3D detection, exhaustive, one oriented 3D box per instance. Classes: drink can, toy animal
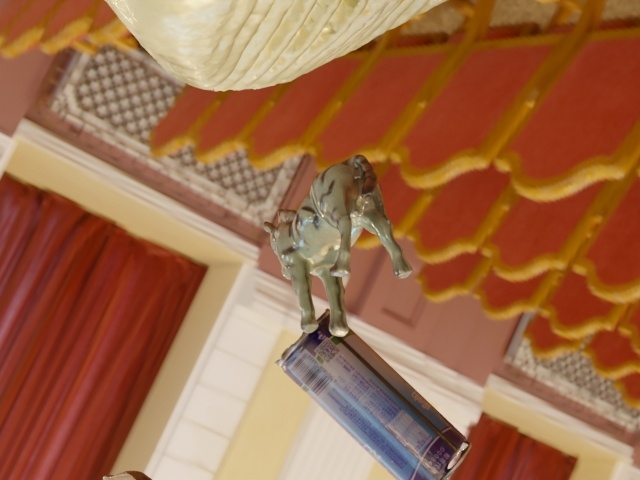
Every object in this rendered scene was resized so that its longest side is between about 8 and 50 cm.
[{"bbox_3d":[0.062,0.192,1.254,0.235,0.097,0.097,42,174,6],"label":"drink can"},{"bbox_3d":[0.000,0.018,1.127,0.089,0.170,0.255,6,160,-30],"label":"toy animal"}]

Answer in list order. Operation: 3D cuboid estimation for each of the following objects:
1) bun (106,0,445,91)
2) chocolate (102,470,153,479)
[{"bbox_3d":[0.006,-0.241,0.581,0.227,0.352,0.349,65,155,6],"label":"bun"},{"bbox_3d":[-0.159,0.229,0.947,0.065,0.031,0.100,60,148,3],"label":"chocolate"}]
